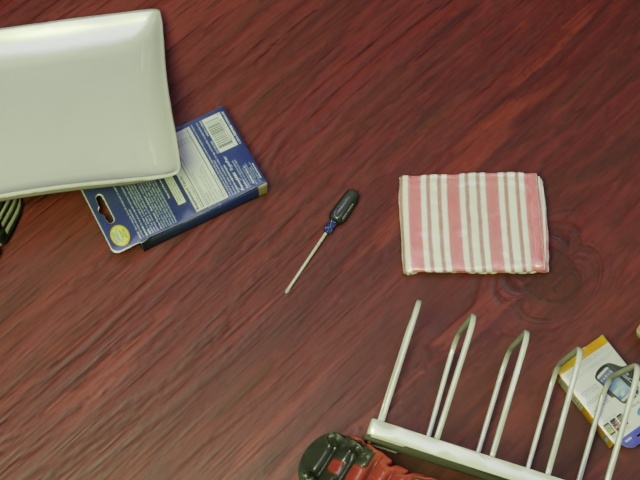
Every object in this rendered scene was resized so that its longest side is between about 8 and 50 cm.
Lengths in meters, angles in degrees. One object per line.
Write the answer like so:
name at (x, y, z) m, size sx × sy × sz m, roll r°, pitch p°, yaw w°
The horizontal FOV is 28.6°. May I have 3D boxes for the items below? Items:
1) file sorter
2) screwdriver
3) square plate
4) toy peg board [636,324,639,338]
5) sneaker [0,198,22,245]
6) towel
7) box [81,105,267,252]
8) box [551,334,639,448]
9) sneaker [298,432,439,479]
file sorter at (0.209, 0.195, 1.478) m, size 0.278 × 0.193 × 0.173 m, roll 17°, pitch 78°, yaw 4°
screwdriver at (0.000, 0.000, 1.670) m, size 0.024 × 0.025 × 0.170 m, roll 31°, pitch 70°, yaw 12°
square plate at (-0.369, -0.171, 1.679) m, size 0.344 × 0.049 × 0.347 m, roll -8°, pitch 48°, yaw -5°
toy peg board at (0.515, 0.115, 1.609) m, size 0.161 × 0.079 × 0.161 m, roll 31°, pitch 69°, yaw 29°
sneaker at (-0.515, 0.025, 1.624) m, size 0.163 × 0.106 × 0.281 m, roll 16°, pitch 57°, yaw 12°
towel at (0.204, -0.021, 1.681) m, size 0.197 × 0.029 × 0.144 m, roll -1°, pitch 67°, yaw 2°
box at (-0.201, -0.077, 1.694) m, size 0.225 × 0.036 × 0.136 m, roll -25°, pitch 69°, yaw -12°
box at (0.366, 0.197, 1.589) m, size 0.081 × 0.028 × 0.136 m, roll -32°, pitch 73°, yaw -13°
sneaker at (0.102, 0.323, 1.454) m, size 0.276 × 0.135 × 0.097 m, roll 25°, pitch 69°, yaw 36°
